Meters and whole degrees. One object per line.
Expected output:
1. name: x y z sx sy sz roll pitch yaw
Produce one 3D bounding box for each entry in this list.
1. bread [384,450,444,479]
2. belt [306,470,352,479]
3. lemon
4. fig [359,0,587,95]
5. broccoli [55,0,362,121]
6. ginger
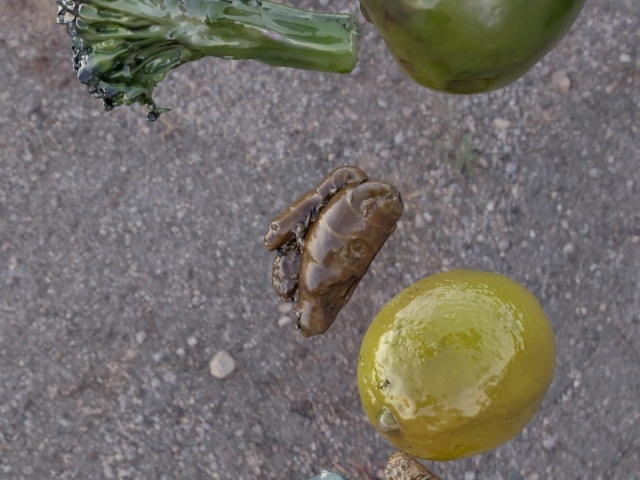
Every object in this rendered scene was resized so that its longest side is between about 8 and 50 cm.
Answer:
1. bread: 0.159 0.390 1.180 0.076 0.105 0.233 -18 62 -45
2. belt: -0.022 0.298 0.761 0.078 0.151 0.198 43 83 -14
3. lemon: 0.170 0.152 1.084 0.235 0.236 0.263 7 35 18
4. fig: 0.109 -0.203 0.587 0.191 0.181 0.181 -41 55 16
5. broccoli: -0.108 -0.212 0.873 0.304 0.165 0.145 5 29 -6
6. ginger: 0.000 0.000 0.782 0.103 0.073 0.162 46 112 45
